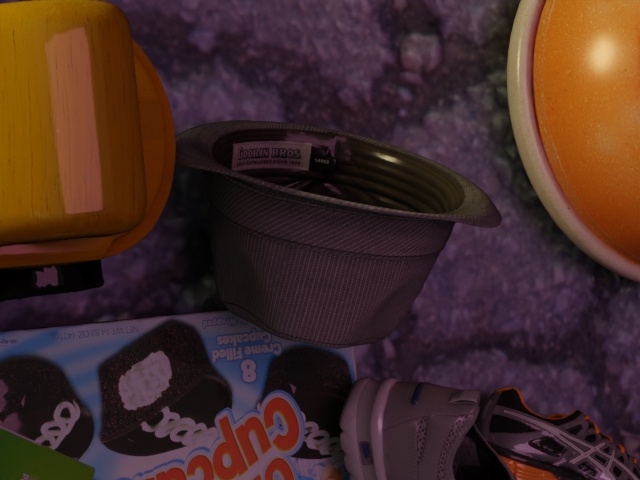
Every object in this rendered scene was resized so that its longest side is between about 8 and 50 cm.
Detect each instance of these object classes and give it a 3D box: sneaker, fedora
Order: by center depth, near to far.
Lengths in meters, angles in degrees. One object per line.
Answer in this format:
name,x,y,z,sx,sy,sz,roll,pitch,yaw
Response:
fedora,0.000,0.000,1.055,0.244,0.275,0.124,9,104,-10
sneaker,0.109,0.225,1.120,0.281,0.115,0.105,65,32,-31
sneaker,0.221,0.188,1.251,0.215,0.084,0.083,21,69,-27

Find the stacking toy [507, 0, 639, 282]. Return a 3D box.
stacking toy,0.416,-0.149,1.171,0.351,0.480,0.350,4,83,-32

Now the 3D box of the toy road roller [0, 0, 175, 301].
toy road roller,-0.245,-0.061,0.898,0.330,0.241,0.202,-4,87,-32

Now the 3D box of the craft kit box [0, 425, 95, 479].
craft kit box,-0.274,0.206,0.849,0.247,0.061,0.249,37,68,-48

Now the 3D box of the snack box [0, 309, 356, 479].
snack box,-0.117,0.148,1.060,0.322,0.060,0.187,-4,88,-32
